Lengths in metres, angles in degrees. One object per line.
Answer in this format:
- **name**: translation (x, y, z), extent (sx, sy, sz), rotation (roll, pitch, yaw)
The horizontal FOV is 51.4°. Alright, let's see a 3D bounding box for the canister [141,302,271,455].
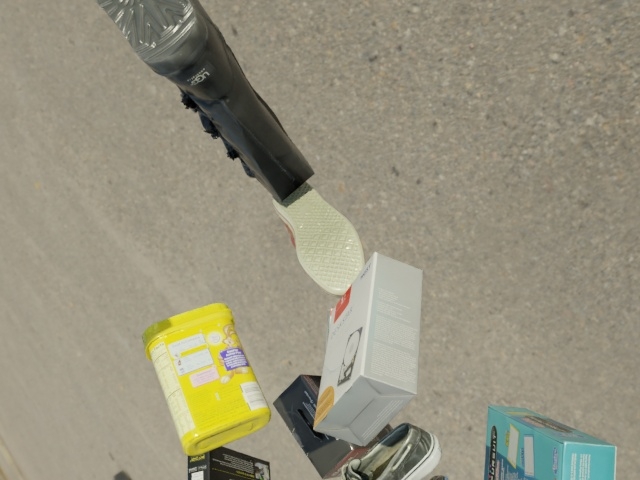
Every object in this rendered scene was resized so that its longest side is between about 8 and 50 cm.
- **canister**: translation (-0.150, 0.181, 0.878), extent (0.073, 0.126, 0.170), rotation (98, 148, -53)

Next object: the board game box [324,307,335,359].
- **board game box**: translation (0.109, 0.344, 1.858), extent (0.053, 0.193, 0.305), rotation (172, 102, -81)

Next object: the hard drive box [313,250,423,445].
- **hard drive box**: translation (0.076, 0.166, 1.025), extent (0.089, 0.232, 0.181), rotation (21, 134, -10)

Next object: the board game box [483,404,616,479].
- **board game box**: translation (0.344, 0.413, 1.047), extent (0.336, 0.079, 0.253), rotation (120, 155, -84)

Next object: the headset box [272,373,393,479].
- **headset box**: translation (0.038, 0.434, 1.571), extent (0.110, 0.293, 0.218), rotation (-48, 58, 13)

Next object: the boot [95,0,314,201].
- **boot**: translation (-0.195, -0.305, 1.186), extent (0.445, 0.146, 0.367), rotation (42, -160, -58)

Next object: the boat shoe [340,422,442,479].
- **boat shoe**: translation (0.096, 0.497, 1.386), extent (0.119, 0.335, 0.121), rotation (43, -175, -22)

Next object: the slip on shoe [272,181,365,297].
- **slip on shoe**: translation (0.000, 0.000, 1.282), extent (0.331, 0.123, 0.101), rotation (55, 170, 49)

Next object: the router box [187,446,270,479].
- **router box**: translation (-0.138, 0.402, 1.042), extent (0.179, 0.046, 0.133), rotation (43, -147, -50)

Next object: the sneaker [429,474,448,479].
- **sneaker**: translation (0.213, 0.516, 1.338), extent (0.078, 0.188, 0.067), rotation (11, 96, 19)
